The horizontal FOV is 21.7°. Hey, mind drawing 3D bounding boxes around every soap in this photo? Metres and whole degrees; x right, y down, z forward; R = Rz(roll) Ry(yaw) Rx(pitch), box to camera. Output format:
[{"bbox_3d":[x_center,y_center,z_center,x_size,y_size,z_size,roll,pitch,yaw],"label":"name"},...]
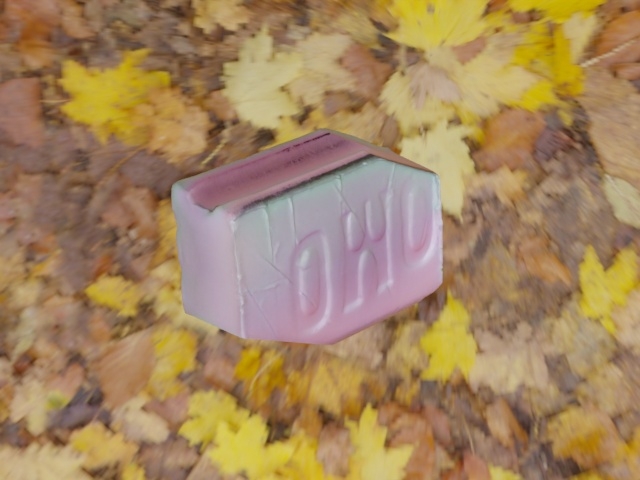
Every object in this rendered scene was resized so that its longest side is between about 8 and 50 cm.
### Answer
[{"bbox_3d":[0.000,0.000,0.849,0.149,0.056,0.100,-22,122,-36],"label":"soap"}]
